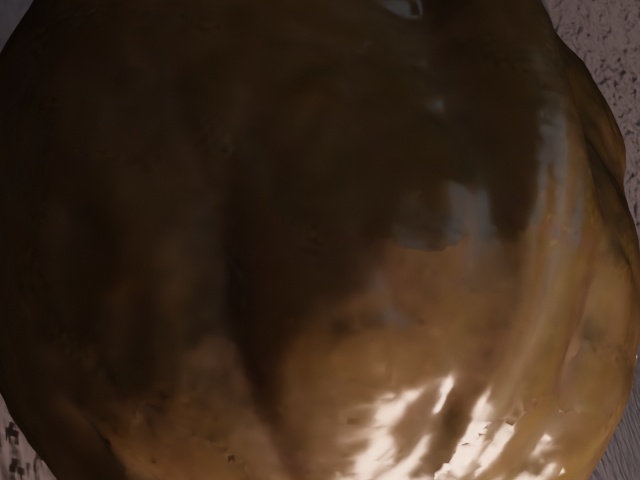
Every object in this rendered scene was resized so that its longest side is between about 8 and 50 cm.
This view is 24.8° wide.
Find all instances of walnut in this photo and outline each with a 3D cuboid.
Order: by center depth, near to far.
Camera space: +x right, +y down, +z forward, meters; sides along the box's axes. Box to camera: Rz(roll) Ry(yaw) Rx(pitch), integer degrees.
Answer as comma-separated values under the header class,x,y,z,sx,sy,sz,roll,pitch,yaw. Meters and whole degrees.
class,x,y,z,sx,sy,sz,roll,pitch,yaw
walnut,0.000,0.000,0.752,0.381,0.381,0.381,52,24,-35
